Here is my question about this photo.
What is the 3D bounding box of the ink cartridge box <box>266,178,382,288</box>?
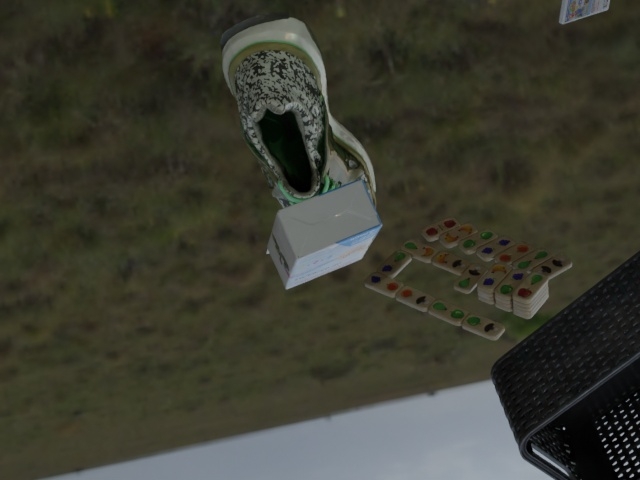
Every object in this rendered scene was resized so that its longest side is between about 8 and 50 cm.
[{"bbox_3d":[0.000,0.000,1.350,0.104,0.061,0.181,-21,168,-12],"label":"ink cartridge box"}]

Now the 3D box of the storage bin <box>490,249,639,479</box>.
[{"bbox_3d":[0.235,0.103,0.890,0.180,0.084,0.122,-41,123,19],"label":"storage bin"}]

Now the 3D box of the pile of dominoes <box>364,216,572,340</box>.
[{"bbox_3d":[0.216,0.037,1.719,0.251,0.040,0.196,22,-129,34],"label":"pile of dominoes"}]

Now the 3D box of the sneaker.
[{"bbox_3d":[-0.030,-0.099,1.590,0.158,0.182,0.410,-14,136,15],"label":"sneaker"}]

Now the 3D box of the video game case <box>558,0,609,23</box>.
[{"bbox_3d":[0.482,-0.444,2.121,0.122,0.087,0.011,-22,-137,-30],"label":"video game case"}]
